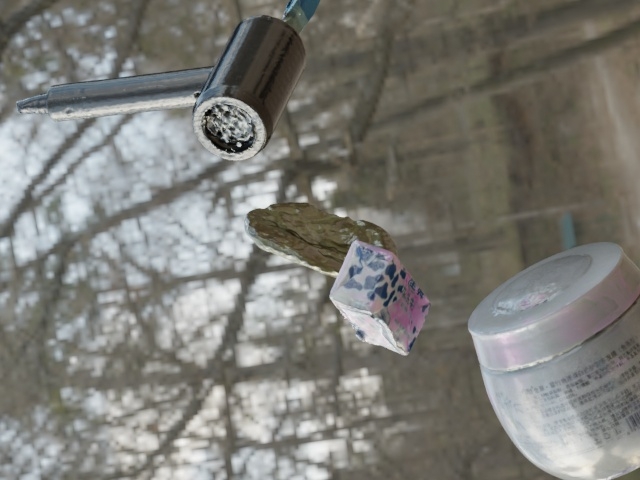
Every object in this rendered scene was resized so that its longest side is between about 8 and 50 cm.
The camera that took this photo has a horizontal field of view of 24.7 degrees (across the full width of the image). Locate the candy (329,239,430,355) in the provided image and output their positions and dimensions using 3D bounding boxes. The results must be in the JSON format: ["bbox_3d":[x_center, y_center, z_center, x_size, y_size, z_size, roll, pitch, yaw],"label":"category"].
[{"bbox_3d":[0.078,0.078,1.884,0.092,0.073,0.160,-64,-31,-16],"label":"candy"}]

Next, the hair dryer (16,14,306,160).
[{"bbox_3d":[-0.144,-0.113,1.215,0.128,0.255,0.070,-73,-29,-52],"label":"hair dryer"}]

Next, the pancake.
[{"bbox_3d":[-0.001,0.001,2.216,0.222,0.236,0.042,-104,28,-61],"label":"pancake"}]

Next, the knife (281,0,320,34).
[{"bbox_3d":[0.008,-0.346,1.856,0.296,0.026,0.044,-61,-40,-30],"label":"knife"}]

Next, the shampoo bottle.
[{"bbox_3d":[0.350,0.160,1.938,0.266,0.273,0.273,62,-163,-10],"label":"shampoo bottle"}]
